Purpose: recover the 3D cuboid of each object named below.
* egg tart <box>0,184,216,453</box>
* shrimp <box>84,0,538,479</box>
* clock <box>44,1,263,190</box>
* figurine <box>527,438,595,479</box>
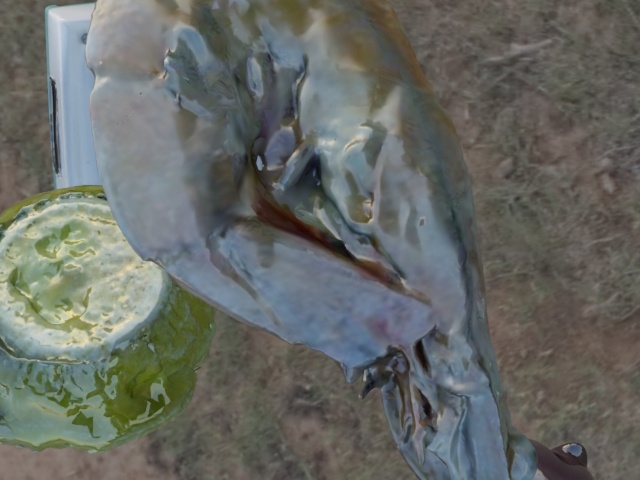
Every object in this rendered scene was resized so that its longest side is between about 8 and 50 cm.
[{"bbox_3d":[-0.159,0.037,0.644,0.197,0.197,0.078,46,153,20],"label":"egg tart"},{"bbox_3d":[0.000,0.000,0.421,0.062,0.164,0.317,-35,75,61],"label":"shrimp"},{"bbox_3d":[-0.179,-0.134,1.127,0.116,0.231,0.262,38,132,49],"label":"clock"},{"bbox_3d":[0.240,0.350,1.226,0.218,0.365,0.206,-22,78,6],"label":"figurine"}]
